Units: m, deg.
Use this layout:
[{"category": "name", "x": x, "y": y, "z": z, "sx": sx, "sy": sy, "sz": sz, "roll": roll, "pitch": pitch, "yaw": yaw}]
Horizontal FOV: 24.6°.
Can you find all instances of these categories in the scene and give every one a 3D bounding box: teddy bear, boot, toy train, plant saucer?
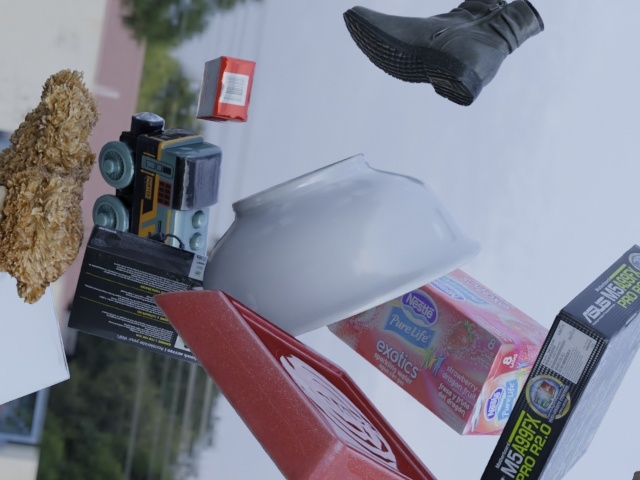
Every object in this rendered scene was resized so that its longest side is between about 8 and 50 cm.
[{"category": "teddy bear", "x": -0.343, "y": -0.077, "z": 1.730, "sx": 0.245, "sy": 0.113, "sz": 0.338, "roll": -36, "pitch": -148, "yaw": 38}, {"category": "boot", "x": 0.162, "y": -0.279, "z": 1.917, "sx": 0.161, "sy": 0.246, "sz": 0.083, "roll": -47, "pitch": 144, "yaw": -16}, {"category": "toy train", "x": -0.256, "y": -0.029, "z": 2.307, "sx": 0.190, "sy": 0.142, "sz": 0.334, "roll": 20, "pitch": -69, "yaw": 35}, {"category": "plant saucer", "x": 0.004, "y": 0.151, "z": 1.233, "sx": 0.048, "sy": 0.258, "sz": 0.259, "roll": -47, "pitch": -132, "yaw": 6}]

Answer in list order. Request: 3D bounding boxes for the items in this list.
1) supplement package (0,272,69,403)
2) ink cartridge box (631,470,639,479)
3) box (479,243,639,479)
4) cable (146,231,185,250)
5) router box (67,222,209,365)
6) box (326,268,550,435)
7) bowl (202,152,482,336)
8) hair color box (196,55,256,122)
[{"category": "supplement package", "x": -0.465, "y": 0.086, "z": 1.937, "sx": 0.145, "sy": 0.204, "sz": 0.262, "roll": 51, "pitch": -27, "yaw": 41}, {"category": "ink cartridge box", "x": 0.435, "y": 0.286, "z": 1.383, "sx": 0.234, "sy": 0.193, "sz": 0.088, "roll": -18, "pitch": -145, "yaw": 40}, {"category": "box", "x": 0.271, "y": 0.158, "z": 1.573, "sx": 0.216, "sy": 0.060, "sz": 0.270, "roll": -32, "pitch": 148, "yaw": -52}, {"category": "cable", "x": -0.260, "y": 0.062, "z": 1.982, "sx": 0.184, "sy": 0.150, "sz": 0.047, "roll": -83, "pitch": 157, "yaw": -48}, {"category": "router box", "x": -0.187, "y": 0.065, "z": 1.659, "sx": 0.046, "sy": 0.178, "sz": 0.133, "roll": -79, "pitch": -171, "yaw": -50}, {"category": "box", "x": 0.167, "y": 0.130, "z": 1.989, "sx": 0.300, "sy": 0.154, "sz": 0.142, "roll": 37, "pitch": -68, "yaw": 44}, {"category": "bowl", "x": 0.000, "y": 0.000, "z": 1.452, "sx": 0.298, "sy": 0.297, "sz": 0.134, "roll": 180, "pitch": -113, "yaw": -80}, {"category": "hair color box", "x": -0.112, "y": -0.175, "z": 1.718, "sx": 0.141, "sy": 0.043, "sz": 0.072, "roll": -161, "pitch": -100, "yaw": -76}]
